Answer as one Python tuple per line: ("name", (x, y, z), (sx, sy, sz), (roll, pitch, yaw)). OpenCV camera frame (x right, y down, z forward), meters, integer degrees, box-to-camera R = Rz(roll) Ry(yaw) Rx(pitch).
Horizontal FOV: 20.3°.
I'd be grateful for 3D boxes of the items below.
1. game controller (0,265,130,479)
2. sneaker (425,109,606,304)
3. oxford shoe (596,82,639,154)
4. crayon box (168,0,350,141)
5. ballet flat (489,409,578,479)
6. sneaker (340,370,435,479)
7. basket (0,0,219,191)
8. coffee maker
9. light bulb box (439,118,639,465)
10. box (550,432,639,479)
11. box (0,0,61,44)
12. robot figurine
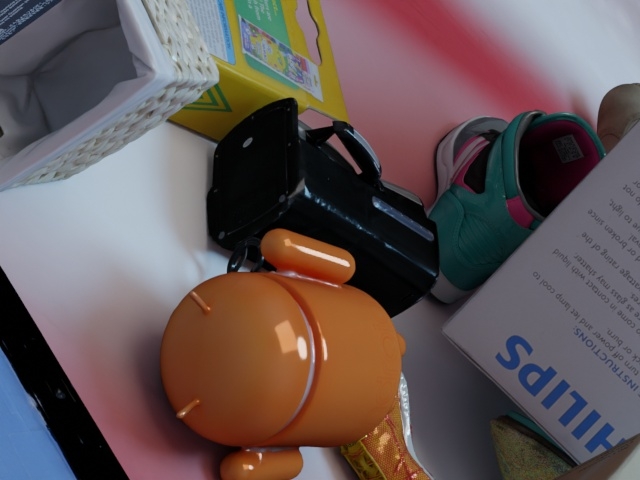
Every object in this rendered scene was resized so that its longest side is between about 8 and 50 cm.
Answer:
("game controller", (-0.206, 0.101, 0.978), (0.166, 0.067, 0.319), (4, 39, -45))
("sneaker", (0.192, -0.069, 1.713), (0.124, 0.178, 0.295), (50, 31, -16))
("oxford shoe", (0.359, -0.053, 2.012), (0.130, 0.123, 0.348), (25, 42, -36))
("crayon box", (-0.125, -0.203, 1.459), (0.323, 0.083, 0.203), (22, 46, -46))
("ballet flat", (0.252, 0.262, 1.581), (0.348, 0.123, 0.123), (32, 39, -39))
("sneaker", (0.046, 0.176, 1.412), (0.067, 0.064, 0.175), (1, 55, -34))
("basket", (-0.167, -0.118, 1.239), (0.103, 0.167, 0.113), (-4, 66, -62))
("coffee maker", (0.000, 0.000, 1.455), (0.178, 0.120, 0.171), (33, 63, -35))
("light bulb box", (0.341, 0.023, 1.558), (0.225, 0.361, 0.358), (45, 12, 15))
("box", (0.166, 0.257, 1.242), (0.121, 0.148, 0.311), (58, 29, 3))
("box", (-0.276, -0.219, 0.937), (0.097, 0.395, 0.318), (-6, 69, -60))
("robot figurine", (-0.028, 0.086, 1.298), (0.219, 0.158, 0.128), (9, 40, -53))
